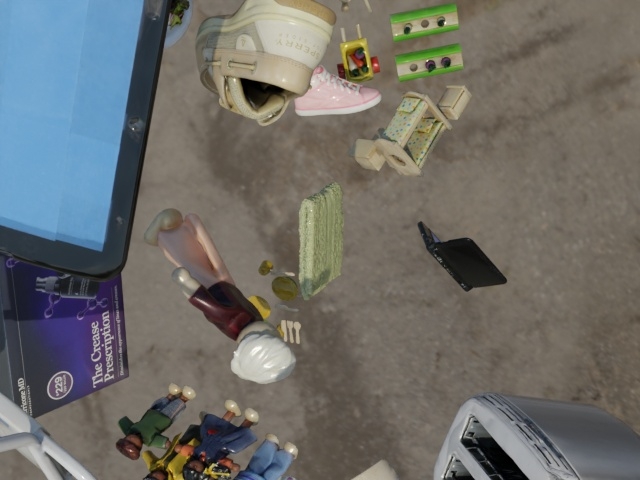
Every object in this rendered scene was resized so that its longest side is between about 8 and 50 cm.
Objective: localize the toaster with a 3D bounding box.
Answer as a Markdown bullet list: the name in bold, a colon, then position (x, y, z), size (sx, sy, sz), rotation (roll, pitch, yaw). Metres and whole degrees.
- **toaster**: position (0.195, 0.207, 0.840), size (0.129, 0.146, 0.227), rotation (-68, 26, 16)

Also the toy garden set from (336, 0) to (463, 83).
- **toy garden set**: position (0.113, -0.363, 1.594), size (0.203, 0.244, 0.049), rotation (-11, 25, 2)

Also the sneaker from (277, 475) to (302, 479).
- **sneaker**: position (-0.002, 0.377, 1.201), size (0.104, 0.236, 0.095), rotation (-49, 2, 44)

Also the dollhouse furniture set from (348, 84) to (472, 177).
- **dollhouse furniture set**: position (0.141, -0.221, 1.791), size (0.161, 0.101, 0.182), rotation (13, 66, 49)

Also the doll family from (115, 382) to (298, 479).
- **doll family**: position (-0.114, 0.213, 0.979), size (0.193, 0.076, 0.111), rotation (7, 38, 36)

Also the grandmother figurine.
- **grandmother figurine**: position (-0.152, 0.087, 1.564), size (0.104, 0.207, 0.342), rotation (-51, 55, 14)

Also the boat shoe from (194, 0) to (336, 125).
- **boat shoe**: position (-0.072, -0.174, 1.053), size (0.302, 0.109, 0.098), rotation (178, 106, -69)

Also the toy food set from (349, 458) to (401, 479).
- **toy food set**: position (0.063, 0.543, 1.811), size (0.306, 0.092, 0.220), rotation (-38, 81, 32)

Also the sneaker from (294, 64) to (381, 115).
- **sneaker**: position (0.022, -0.230, 1.530), size (0.134, 0.070, 0.051), rotation (-4, 30, 12)

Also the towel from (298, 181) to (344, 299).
- **towel**: position (0.000, 0.000, 1.412), size (0.027, 0.110, 0.148), rotation (10, 112, 24)

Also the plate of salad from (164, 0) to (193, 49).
- **plate of salad**: position (-0.263, -0.358, 1.417), size (0.048, 0.199, 0.200), rotation (-27, 51, 52)

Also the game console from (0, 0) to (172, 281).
- **game console**: position (-0.266, -0.096, 0.713), size (0.173, 0.250, 0.293), rotation (29, 120, 28)

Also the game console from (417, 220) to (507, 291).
- **game console**: position (0.219, 0.018, 1.576), size (0.071, 0.122, 0.107), rotation (-35, 35, 15)

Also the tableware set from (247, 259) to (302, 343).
- **tableware set**: position (-0.081, 0.106, 1.749), size (0.104, 0.154, 0.024), rotation (7, 32, 21)

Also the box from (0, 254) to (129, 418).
- **box**: position (-0.359, 0.082, 1.333), size (0.103, 0.184, 0.261), rotation (20, 119, 41)

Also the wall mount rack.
- **wall mount rack**: position (-0.357, 0.170, 0.931), size (0.350, 0.304, 0.130), rotation (30, 62, 23)
